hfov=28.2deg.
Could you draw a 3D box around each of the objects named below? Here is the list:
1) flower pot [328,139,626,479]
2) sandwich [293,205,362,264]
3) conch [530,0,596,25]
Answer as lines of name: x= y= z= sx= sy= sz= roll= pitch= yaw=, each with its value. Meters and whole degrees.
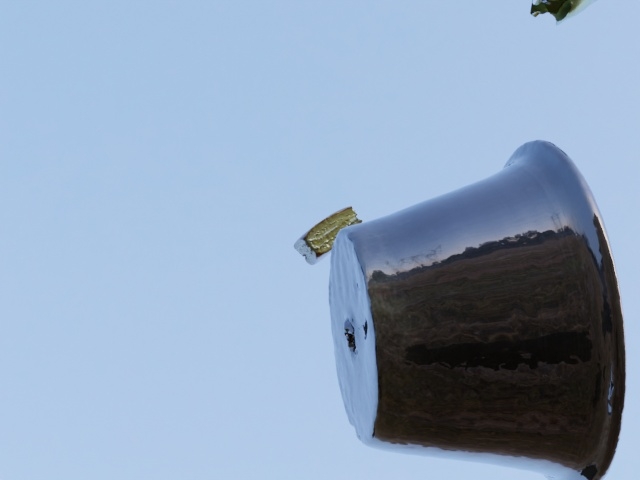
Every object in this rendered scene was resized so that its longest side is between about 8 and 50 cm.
flower pot: x=0.088 y=0.056 z=0.832 sx=0.148 sy=0.235 sz=0.235 roll=-6 pitch=-60 yaw=-11
sandwich: x=0.000 y=0.000 z=1.242 sx=0.083 sy=0.044 sz=0.031 roll=-41 pitch=-94 yaw=35
conch: x=0.309 y=-0.333 z=1.317 sx=0.250 sy=0.143 sz=0.137 roll=-43 pitch=-59 yaw=9
